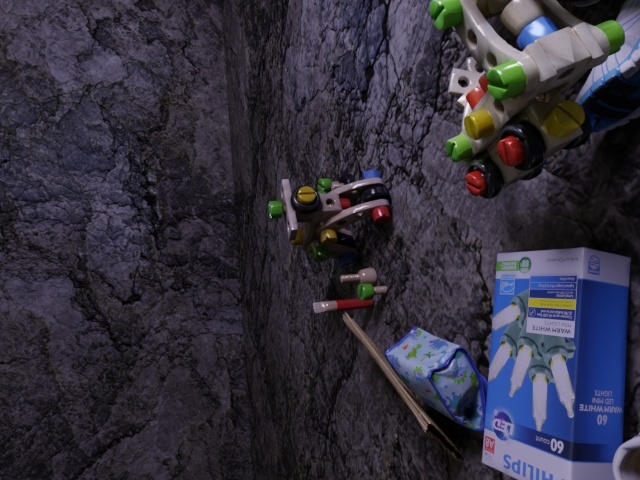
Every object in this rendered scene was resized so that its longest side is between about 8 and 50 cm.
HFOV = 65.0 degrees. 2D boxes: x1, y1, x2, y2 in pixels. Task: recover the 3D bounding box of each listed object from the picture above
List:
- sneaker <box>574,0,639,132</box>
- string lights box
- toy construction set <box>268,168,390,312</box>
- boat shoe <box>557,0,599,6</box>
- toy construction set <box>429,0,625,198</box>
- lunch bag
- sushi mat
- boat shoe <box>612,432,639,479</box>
[{"bbox_3d":[0.319,-0.196,0.508,0.190,0.071,0.082,117,156,-46],"label":"sneaker"},{"bbox_3d":[0.269,0.144,0.580,0.133,0.077,0.259,167,111,-67],"label":"string lights box"},{"bbox_3d":[0.000,0.000,1.056,0.257,0.237,0.308,167,99,-67],"label":"toy construction set"},{"bbox_3d":[0.286,-0.295,0.444,0.302,0.091,0.114,-130,45,-77],"label":"boat shoe"},{"bbox_3d":[0.193,-0.173,0.544,0.215,0.151,0.328,64,-172,9],"label":"toy construction set"},{"bbox_3d":[0.197,0.229,0.811,0.151,0.096,0.129,61,163,-16],"label":"lunch bag"},{"bbox_3d":[0.141,0.260,0.928,0.151,0.019,0.316,49,180,-34],"label":"sushi mat"},{"bbox_3d":[0.356,0.153,0.333,0.367,0.157,0.135,136,127,-61],"label":"boat shoe"}]
